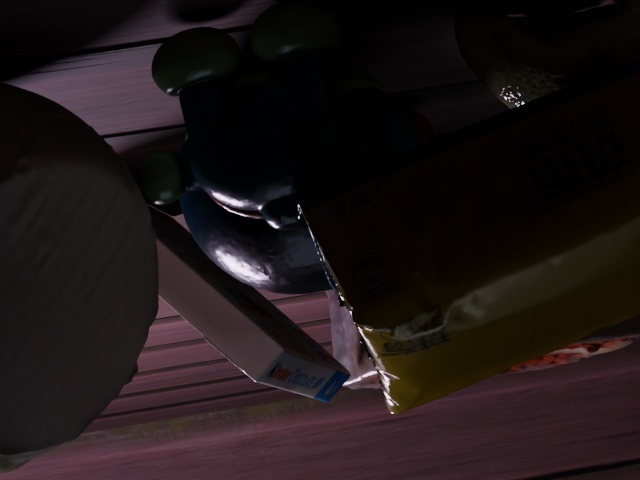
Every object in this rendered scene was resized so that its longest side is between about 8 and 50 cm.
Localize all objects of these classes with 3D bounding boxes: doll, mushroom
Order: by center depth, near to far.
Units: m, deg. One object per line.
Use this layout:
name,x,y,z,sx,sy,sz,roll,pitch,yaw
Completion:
mushroom,0.274,-0.155,1.410,0.344,0.130,0.247,-13,173,14
doll,-0.026,-0.059,1.489,0.198,0.186,0.322,-16,166,12

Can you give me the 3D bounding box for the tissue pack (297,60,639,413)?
tissue pack,0.140,0.005,1.372,0.271,0.134,0.192,-23,153,1

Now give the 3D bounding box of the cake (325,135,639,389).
cake,0.175,0.022,1.983,0.308,0.230,0.237,-6,171,-25

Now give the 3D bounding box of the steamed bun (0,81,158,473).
steamed bun,-0.294,0.017,1.425,0.309,0.309,0.309,-10,169,-2

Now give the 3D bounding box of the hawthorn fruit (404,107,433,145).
hawthorn fruit,0.054,-0.086,1.728,0.093,0.081,0.081,17,180,22

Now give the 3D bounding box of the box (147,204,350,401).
box,-0.107,0.052,1.860,0.048,0.265,0.273,-51,163,2
